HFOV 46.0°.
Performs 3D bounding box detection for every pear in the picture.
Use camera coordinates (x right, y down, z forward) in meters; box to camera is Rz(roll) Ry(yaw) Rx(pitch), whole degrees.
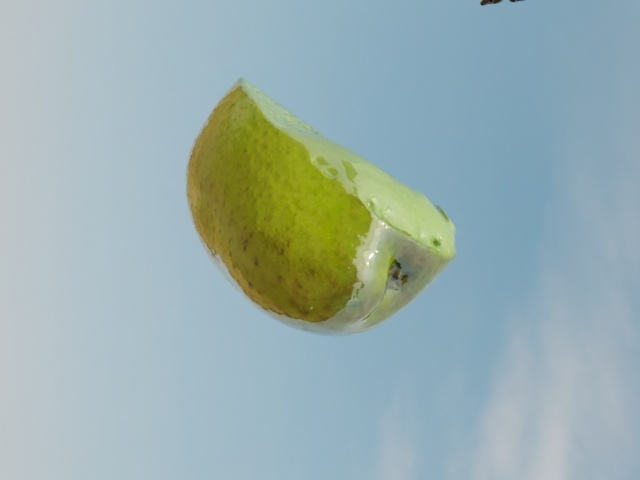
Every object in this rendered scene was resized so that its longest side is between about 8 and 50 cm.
[{"bbox_3d":[0.000,0.000,0.900,0.238,0.343,0.318,-53,-154,14],"label":"pear"}]

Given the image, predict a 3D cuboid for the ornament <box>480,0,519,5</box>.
[{"bbox_3d":[0.236,-0.360,0.756,0.251,0.106,0.260,-37,-149,21],"label":"ornament"}]
